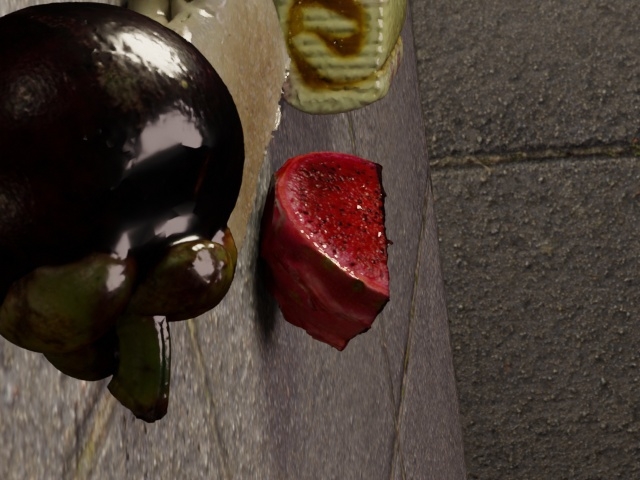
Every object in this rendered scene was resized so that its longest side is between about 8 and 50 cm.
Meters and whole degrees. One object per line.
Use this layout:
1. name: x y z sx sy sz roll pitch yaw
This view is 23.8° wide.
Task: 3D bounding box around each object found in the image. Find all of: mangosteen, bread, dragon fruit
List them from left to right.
1. mangosteen: -0.123 -0.016 0.820 0.194 0.194 0.230 45 21 -75
2. bread: -0.107 -0.127 1.233 0.183 0.102 0.337 70 21 -44
3. dragon fruit: 0.000 0.000 1.680 0.189 0.163 0.262 47 26 -26
4. bread: 0.022 -0.268 1.842 0.338 0.155 0.187 -68 161 -72
